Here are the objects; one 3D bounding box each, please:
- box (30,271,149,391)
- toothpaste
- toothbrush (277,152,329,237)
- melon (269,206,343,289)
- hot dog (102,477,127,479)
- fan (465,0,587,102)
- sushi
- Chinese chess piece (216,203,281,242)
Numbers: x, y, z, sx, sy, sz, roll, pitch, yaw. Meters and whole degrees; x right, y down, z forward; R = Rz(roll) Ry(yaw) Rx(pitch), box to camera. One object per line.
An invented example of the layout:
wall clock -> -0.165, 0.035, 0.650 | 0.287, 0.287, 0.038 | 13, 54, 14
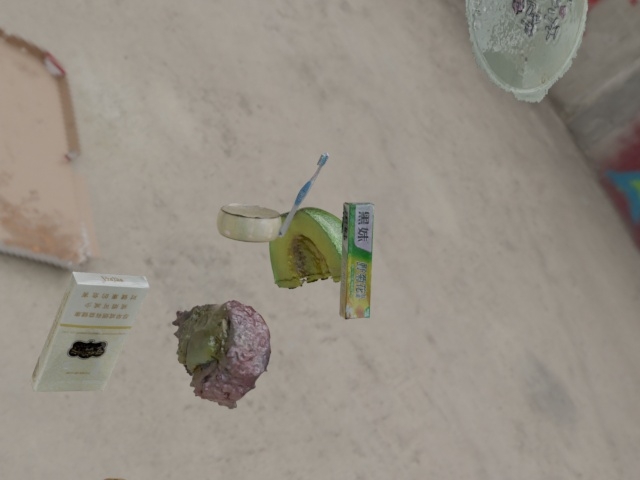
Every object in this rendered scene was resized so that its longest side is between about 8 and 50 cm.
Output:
box -> -0.267, 0.108, 1.203 | 0.090, 0.167, 0.024 | 6, 35, -36
toothpaste -> 0.055, 0.031, 1.592 | 0.043, 0.179, 0.037 | 0, 8, -15
toothbrush -> -0.027, -0.069, 1.611 | 0.014, 0.162, 0.017 | 43, 31, 24
melon -> 0.000, 0.000, 2.230 | 0.129, 0.265, 0.169 | -25, 100, -36
hot dog -> -0.229, 0.389, 1.271 | 0.115, 0.269, 0.072 | 2, 38, -6
fan -> 0.181, -0.309, 1.103 | 0.414, 0.012, 0.233 | 33, 75, -44
sushi -> -0.167, 0.162, 1.768 | 0.107, 0.161, 0.241 | 26, 24, -32
Chinese chess piece -> -0.133, -0.033, 1.951 | 0.122, 0.051, 0.122 | 7, 12, -1
